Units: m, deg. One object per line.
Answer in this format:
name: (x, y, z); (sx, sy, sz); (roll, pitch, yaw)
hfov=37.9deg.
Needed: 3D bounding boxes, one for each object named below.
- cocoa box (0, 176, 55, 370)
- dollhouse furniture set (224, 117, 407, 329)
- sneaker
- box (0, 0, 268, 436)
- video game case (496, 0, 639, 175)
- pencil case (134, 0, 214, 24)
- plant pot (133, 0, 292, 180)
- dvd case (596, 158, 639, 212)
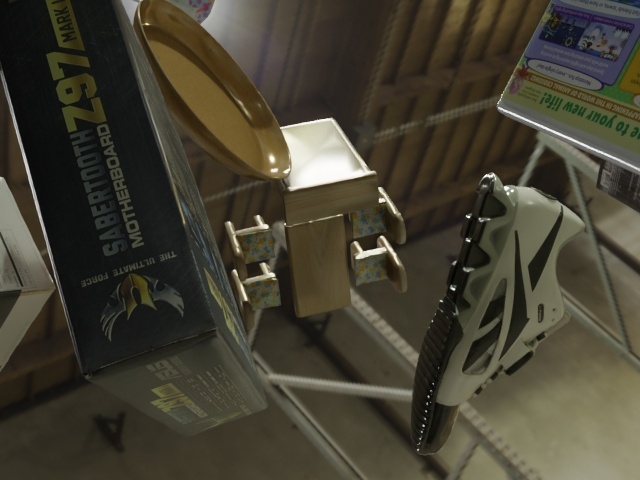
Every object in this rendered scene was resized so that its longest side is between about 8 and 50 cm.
cocoa box: (-0.612, 0.096, 1.433); (0.228, 0.231, 0.347); (-5, -35, -48)
dollhouse furniture set: (0.000, 0.000, 1.133); (0.212, 0.161, 0.242); (-12, -57, -10)
sneaker: (0.201, 0.103, 1.048); (0.122, 0.146, 0.330); (-103, 32, -78)
box: (-0.088, -0.005, 0.475); (0.059, 0.183, 0.232); (-20, -16, -4)
video game case: (0.203, -0.134, 0.524); (0.023, 0.212, 0.193); (21, -78, -28)
pencil case: (-0.311, -0.466, 1.611); (0.273, 0.124, 0.113); (26, -85, -32)
plant pot: (-0.117, -0.153, 0.981); (0.032, 0.236, 0.236); (-36, -25, 17)
dvd case: (0.464, -0.059, 1.210); (0.018, 0.221, 0.164); (-48, -25, -14)
